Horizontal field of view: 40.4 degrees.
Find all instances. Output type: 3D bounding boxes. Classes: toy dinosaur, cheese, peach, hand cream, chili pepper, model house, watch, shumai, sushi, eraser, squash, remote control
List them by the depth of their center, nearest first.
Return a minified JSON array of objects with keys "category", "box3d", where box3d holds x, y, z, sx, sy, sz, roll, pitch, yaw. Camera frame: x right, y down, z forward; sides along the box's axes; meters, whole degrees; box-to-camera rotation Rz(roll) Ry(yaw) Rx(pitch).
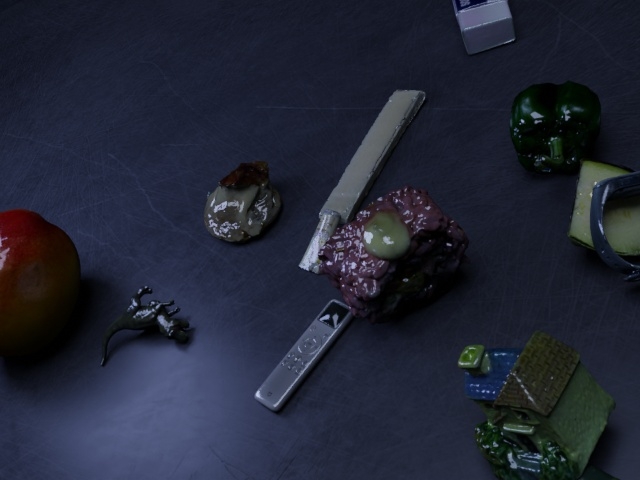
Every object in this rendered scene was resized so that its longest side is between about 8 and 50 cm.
[{"category":"model house","box3d":[0.311,0.251,1.375,0.214,0.189,0.195,-1,40,52]},{"category":"watch","box3d":[0.587,-0.030,1.558,0.206,0.068,0.193,-11,74,-8]},{"category":"squash","box3d":[0.551,-0.040,1.637,0.184,0.085,0.191,18,66,2]},{"category":"sushi","box3d":[0.137,0.032,1.657,0.270,0.236,0.171,-32,55,-7]},{"category":"remote control","box3d":[-0.030,0.221,1.712,0.067,0.029,0.261,26,67,38]},{"category":"chili pepper","box3d":[0.464,-0.208,1.744,0.174,0.165,0.261,9,52,9]},{"category":"toy dinosaur","box3d":[-0.386,0.194,1.863,0.187,0.087,0.179,11,57,33]},{"category":"hand cream","box3d":[0.000,0.000,1.864,0.061,0.039,0.143,18,80,32]},{"category":"peach","box3d":[-0.684,0.090,1.935,0.308,0.308,0.332,26,97,38]},{"category":"cheese","box3d":[0.119,-0.198,1.983,0.085,0.034,0.400,15,61,33]},{"category":"shumai","box3d":[-0.187,-0.098,1.987,0.201,0.120,0.201,-11,49,13]},{"category":"eraser","box3d":[0.392,-0.590,2.140,0.130,0.086,0.287,-15,48,12]}]

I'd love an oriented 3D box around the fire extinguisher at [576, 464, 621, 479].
[{"category":"fire extinguisher","box3d":[0.504,0.436,1.248,0.294,0.093,0.118,26,93,37]}]
